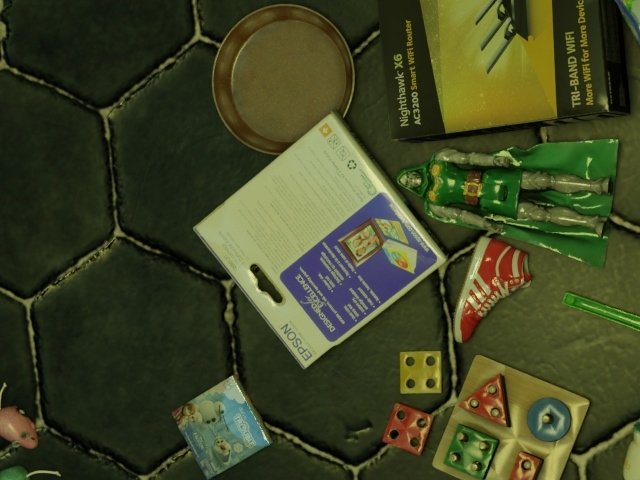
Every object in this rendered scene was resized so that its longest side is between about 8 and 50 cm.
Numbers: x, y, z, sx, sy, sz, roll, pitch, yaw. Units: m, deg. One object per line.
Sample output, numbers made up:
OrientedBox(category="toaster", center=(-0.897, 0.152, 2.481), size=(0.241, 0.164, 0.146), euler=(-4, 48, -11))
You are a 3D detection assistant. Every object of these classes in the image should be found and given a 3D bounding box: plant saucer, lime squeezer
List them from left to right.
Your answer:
OrientedBox(category="plant saucer", center=(-0.040, -0.180, 1.548), size=(0.168, 0.029, 0.168), euler=(0, 91, 16))
OrientedBox(category="lime squeezer", center=(0.390, 0.118, 1.391), size=(0.310, 0.110, 0.059), euler=(26, 118, 45))

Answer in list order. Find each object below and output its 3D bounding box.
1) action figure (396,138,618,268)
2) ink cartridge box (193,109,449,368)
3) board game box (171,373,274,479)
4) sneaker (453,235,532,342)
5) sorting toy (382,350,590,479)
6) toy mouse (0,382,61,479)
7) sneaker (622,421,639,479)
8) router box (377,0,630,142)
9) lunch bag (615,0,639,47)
OrientedBox(category="action figure", center=(0.192, -0.052, 1.466), size=(0.232, 0.063, 0.137), euler=(8, 96, 20))
OrientedBox(category="ink cartridge box", center=(0.000, 0.000, 1.517), size=(0.208, 0.045, 0.206), euler=(-38, 87, 15))
OrientedBox(category="board game box", center=(-0.113, 0.215, 1.581), size=(0.090, 0.020, 0.090), euler=(-32, 82, 14))
OrientedBox(category="sneaker", center=(0.186, 0.060, 1.476), size=(0.067, 0.042, 0.118), euler=(17, 94, 19))
OrientedBox(category="sorting toy", center=(0.191, 0.201, 1.462), size=(0.274, 0.046, 0.132), euler=(22, 88, 19))
OrientedBox(category="toy mouse", center=(-0.380, 0.259, 1.656), size=(0.143, 0.031, 0.161), euler=(22, 97, 15))
OrientedBox(category="sneaker", center=(0.421, 0.257, 1.393), size=(0.228, 0.087, 0.092), euler=(17, 103, 23))
OrientedBox(category="router box", center=(0.181, -0.267, 1.429), size=(0.243, 0.081, 0.309), euler=(-6, 89, 29))
OrientedBox(category="lunch bag", center=(0.383, -0.235, 1.366), size=(0.151, 0.129, 0.096), euler=(-29, 80, 16))
